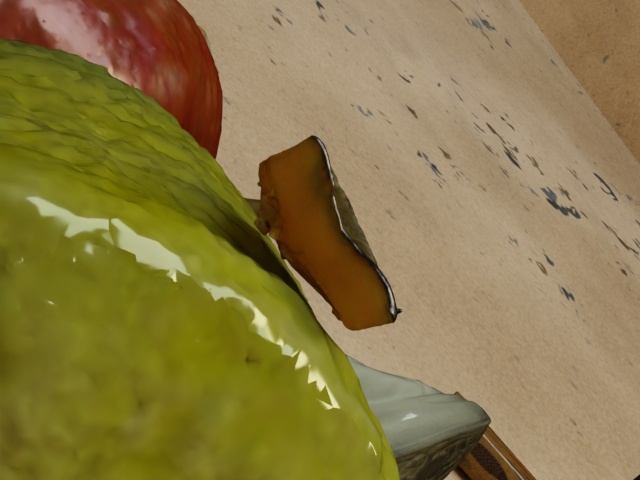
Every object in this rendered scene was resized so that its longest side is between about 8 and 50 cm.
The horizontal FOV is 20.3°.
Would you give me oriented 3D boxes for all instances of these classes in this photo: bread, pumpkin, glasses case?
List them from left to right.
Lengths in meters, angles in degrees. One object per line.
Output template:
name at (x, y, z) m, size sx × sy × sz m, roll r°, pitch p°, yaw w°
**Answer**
bread at (-0.157, 0.088, 0.714) m, size 0.348 × 0.348 × 0.308 m, roll 37°, pitch 12°, yaw -24°
pumpkin at (0.000, 0.001, 0.638) m, size 0.073 × 0.035 × 0.101 m, roll 62°, pitch -1°, yaw 3°
glasses case at (0.159, 0.208, 1.546) m, size 0.170 × 0.041 × 0.064 m, roll 48°, pitch 8°, yaw 5°

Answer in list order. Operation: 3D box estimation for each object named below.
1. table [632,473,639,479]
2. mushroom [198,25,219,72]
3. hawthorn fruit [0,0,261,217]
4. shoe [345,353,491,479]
table at (0.230, 0.275, 1.120) m, size 0.272 × 0.335 × 0.222 m, roll 51°, pitch 20°, yaw 13°
mushroom at (-0.113, -0.052, 1.242) m, size 0.099 × 0.096 × 0.278 m, roll 31°, pitch -26°, yaw 10°
hawthorn fruit at (-0.168, -0.063, 1.008) m, size 0.330 × 0.287 × 0.287 m, roll 19°, pitch 19°, yaw 6°
shoe at (-0.005, 0.122, 1.270) m, size 0.159 × 0.124 × 0.316 m, roll 46°, pitch 19°, yaw 20°
